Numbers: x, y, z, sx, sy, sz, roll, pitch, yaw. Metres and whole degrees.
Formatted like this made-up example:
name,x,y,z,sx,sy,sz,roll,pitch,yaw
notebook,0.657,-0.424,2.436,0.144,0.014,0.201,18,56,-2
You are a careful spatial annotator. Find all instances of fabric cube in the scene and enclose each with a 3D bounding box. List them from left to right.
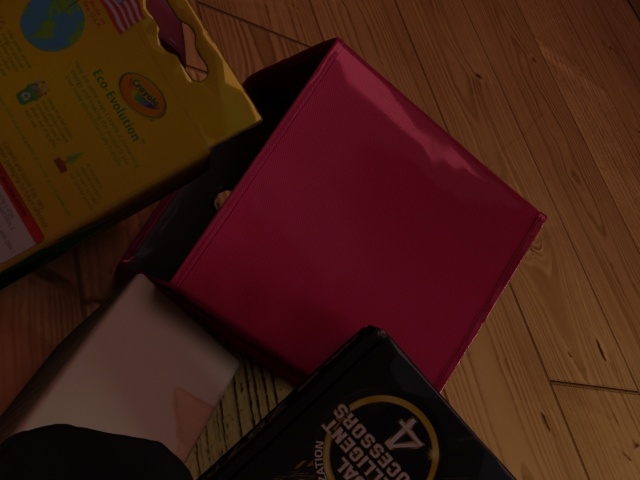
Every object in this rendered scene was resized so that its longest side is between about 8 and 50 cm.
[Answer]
name,x,y,z,sx,sy,sz,roll,pitch,yaw
fabric cube,0.000,0.000,0.938,0.258,0.259,0.254,36,79,-19

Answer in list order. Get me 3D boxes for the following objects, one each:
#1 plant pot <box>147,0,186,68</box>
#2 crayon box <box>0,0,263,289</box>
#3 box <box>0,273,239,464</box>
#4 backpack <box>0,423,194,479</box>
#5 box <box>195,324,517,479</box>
name,x,y,z,sx,sy,sz,roll,pitch,yaw
plant pot,-0.227,-0.131,0.959,0.201,0.201,0.180,9,67,-43
crayon box,-0.233,-0.096,0.819,0.318,0.081,0.202,-30,87,-10
box,-0.194,0.179,0.734,0.121,0.148,0.311,43,37,-11
backpack,-0.192,0.300,0.451,0.273,0.355,0.290,16,25,-33
box,0.056,0.313,0.761,0.395,0.318,0.097,49,-5,-2
